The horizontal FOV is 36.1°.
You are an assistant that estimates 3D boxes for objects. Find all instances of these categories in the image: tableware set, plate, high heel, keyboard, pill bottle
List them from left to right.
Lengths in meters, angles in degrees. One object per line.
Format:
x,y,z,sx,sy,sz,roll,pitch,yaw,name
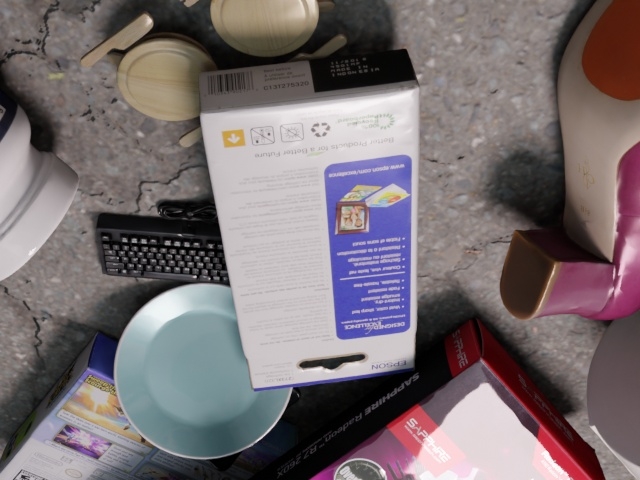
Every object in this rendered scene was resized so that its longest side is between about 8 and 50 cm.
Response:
-0.341,-0.090,0.815,0.153,0.153,0.264,-31,122,26,pill bottle
-0.129,0.005,0.972,0.180,0.023,0.108,4,130,-1,keyboard
-0.121,0.135,1.032,0.188,0.024,0.188,0,95,-6,plate
-0.086,-0.167,0.812,0.194,0.039,0.128,-28,132,27,tableware set
0.288,-0.090,0.845,0.181,0.127,0.377,-5,133,-32,high heel

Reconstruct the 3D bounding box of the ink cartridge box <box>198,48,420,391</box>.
0.000,0.000,0.909,0.176,0.069,0.371,-7,133,-2,ink cartridge box

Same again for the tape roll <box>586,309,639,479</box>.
0.401,0.159,0.931,0.246,0.246,0.169,-29,123,25,tape roll

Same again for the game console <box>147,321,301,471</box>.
-0.102,0.168,1.058,0.107,0.071,0.122,-37,103,28,game console

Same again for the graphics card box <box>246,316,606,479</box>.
0.095,0.282,1.079,0.371,0.094,0.233,-37,109,16,graphics card box

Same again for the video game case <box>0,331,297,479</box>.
-0.204,0.249,1.158,0.269,0.061,0.244,30,126,-21,video game case
